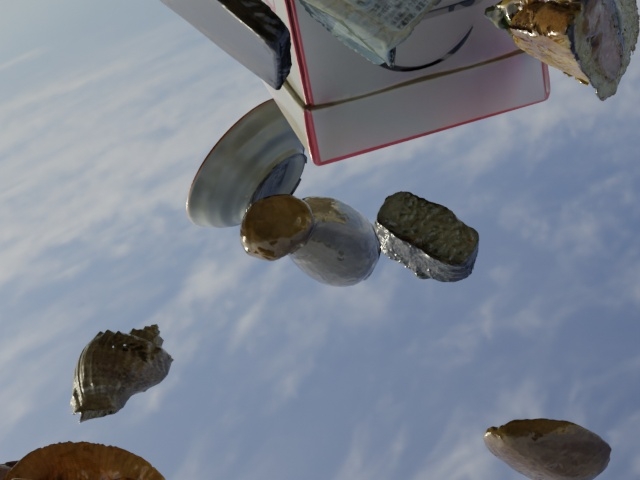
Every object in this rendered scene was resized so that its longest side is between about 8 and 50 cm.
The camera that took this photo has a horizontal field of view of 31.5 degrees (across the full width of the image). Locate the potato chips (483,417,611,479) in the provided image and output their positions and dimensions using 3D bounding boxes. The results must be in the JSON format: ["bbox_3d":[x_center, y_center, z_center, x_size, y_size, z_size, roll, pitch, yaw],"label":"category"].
[{"bbox_3d":[0.342,0.323,1.693,0.150,0.201,0.049,-31,-138,38],"label":"potato chips"}]

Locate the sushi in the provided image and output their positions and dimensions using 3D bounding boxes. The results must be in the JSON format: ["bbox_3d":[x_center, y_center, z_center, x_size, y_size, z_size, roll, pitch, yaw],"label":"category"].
[{"bbox_3d":[0.215,-0.002,2.321,0.225,0.127,0.124,28,-117,16],"label":"sushi"}]

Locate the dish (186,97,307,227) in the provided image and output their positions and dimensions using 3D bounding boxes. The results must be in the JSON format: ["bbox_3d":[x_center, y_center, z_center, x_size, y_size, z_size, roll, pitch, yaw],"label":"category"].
[{"bbox_3d":[-0.097,-0.105,1.846,0.085,0.260,0.260,40,-124,17],"label":"dish"}]

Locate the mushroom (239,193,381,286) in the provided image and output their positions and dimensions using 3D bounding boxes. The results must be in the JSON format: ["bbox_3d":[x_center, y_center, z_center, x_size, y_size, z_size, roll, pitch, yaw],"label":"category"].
[{"bbox_3d":[0.000,0.000,1.660,0.128,0.128,0.350,-14,166,23],"label":"mushroom"}]

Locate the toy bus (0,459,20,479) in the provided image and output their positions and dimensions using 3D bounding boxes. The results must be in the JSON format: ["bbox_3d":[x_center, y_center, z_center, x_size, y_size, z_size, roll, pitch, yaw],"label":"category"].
[{"bbox_3d":[-0.346,0.399,1.501,0.302,0.147,0.127,18,-167,5],"label":"toy bus"}]

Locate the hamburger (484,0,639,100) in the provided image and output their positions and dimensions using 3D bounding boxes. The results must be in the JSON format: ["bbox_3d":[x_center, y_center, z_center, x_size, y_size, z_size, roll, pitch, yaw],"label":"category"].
[{"bbox_3d":[0.193,-0.185,0.907,0.102,0.176,0.087,33,-83,27],"label":"hamburger"}]

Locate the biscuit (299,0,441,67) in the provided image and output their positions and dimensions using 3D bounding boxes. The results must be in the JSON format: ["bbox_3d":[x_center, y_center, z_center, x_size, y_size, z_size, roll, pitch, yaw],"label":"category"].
[{"bbox_3d":[0.093,-0.292,0.994,0.309,0.186,0.079,-49,-141,24],"label":"biscuit"}]

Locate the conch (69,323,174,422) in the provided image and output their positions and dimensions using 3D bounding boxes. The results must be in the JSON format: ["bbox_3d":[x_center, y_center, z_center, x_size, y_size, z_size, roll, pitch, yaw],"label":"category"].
[{"bbox_3d":[-0.334,0.215,1.849,0.155,0.130,0.207,-5,-135,57],"label":"conch"}]

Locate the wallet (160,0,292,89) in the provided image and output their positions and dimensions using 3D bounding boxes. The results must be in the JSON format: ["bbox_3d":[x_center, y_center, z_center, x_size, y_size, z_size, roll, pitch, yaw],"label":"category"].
[{"bbox_3d":[-0.152,-0.274,1.136,0.042,0.309,0.165,-50,176,-11],"label":"wallet"}]

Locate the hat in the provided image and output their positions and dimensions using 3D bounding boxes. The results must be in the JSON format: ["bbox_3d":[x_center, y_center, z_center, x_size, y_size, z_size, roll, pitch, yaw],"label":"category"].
[{"bbox_3d":[-0.235,0.327,1.189,0.244,0.233,0.233,-6,173,-24],"label":"hat"}]

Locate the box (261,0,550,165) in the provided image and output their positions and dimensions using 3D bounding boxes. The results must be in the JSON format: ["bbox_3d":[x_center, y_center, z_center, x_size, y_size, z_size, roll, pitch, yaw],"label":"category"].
[{"bbox_3d":[0.072,-0.320,1.421,0.314,0.300,0.312,-16,-147,-8],"label":"box"}]
